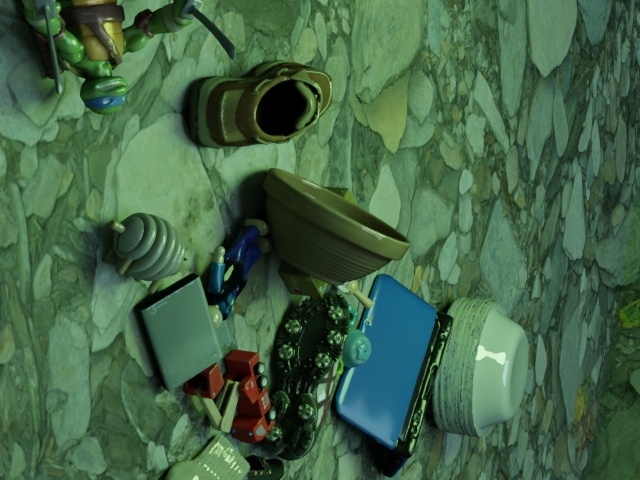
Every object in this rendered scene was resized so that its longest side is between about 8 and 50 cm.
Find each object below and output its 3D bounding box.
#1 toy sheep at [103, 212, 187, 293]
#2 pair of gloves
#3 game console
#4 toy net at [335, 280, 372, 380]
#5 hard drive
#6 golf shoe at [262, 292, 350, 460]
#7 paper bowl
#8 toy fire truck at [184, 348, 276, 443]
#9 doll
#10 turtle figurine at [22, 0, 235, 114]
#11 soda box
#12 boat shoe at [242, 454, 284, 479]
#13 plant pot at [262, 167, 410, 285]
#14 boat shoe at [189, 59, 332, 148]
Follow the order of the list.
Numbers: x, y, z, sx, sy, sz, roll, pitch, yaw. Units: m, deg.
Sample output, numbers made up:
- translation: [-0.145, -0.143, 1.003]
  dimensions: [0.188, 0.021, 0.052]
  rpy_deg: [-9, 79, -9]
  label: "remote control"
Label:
- translation: [-0.218, 0.009, 1.516]
  dimensions: [0.132, 0.091, 0.091]
  rpy_deg: [38, 61, -52]
  label: "toy sheep"
- translation: [-0.116, 0.394, 1.679]
  dimensions: [0.240, 0.042, 0.204]
  rpy_deg: [51, 35, 4]
  label: "pair of gloves"
- translation: [0.122, 0.252, 2.252]
  dimensions: [0.250, 0.173, 0.293]
  rpy_deg: [109, 2, -63]
  label: "game console"
- translation: [0.034, 0.113, 2.055]
  dimensions: [0.122, 0.045, 0.232]
  rpy_deg: [-16, 107, -38]
  label: "toy net"
- translation: [-0.187, 0.122, 1.621]
  dimensions: [0.094, 0.022, 0.135]
  rpy_deg: [-32, 125, -28]
  label: "hard drive"
- translation: [-0.023, 0.213, 1.924]
  dimensions: [0.120, 0.105, 0.272]
  rpy_deg: [62, 45, -70]
  label: "golf shoe"
- translation: [0.336, 0.262, 2.499]
  dimensions: [0.284, 0.148, 0.284]
  rpy_deg: [7, 90, -67]
  label: "paper bowl"
- translation: [-0.128, 0.229, 1.756]
  dimensions: [0.135, 0.047, 0.192]
  rpy_deg: [-48, 136, -48]
  label: "toy fire truck"
- translation: [-0.129, 0.052, 1.724]
  dimensions: [0.129, 0.046, 0.189]
  rpy_deg: [82, 28, -47]
  label: "doll"
- translation: [-0.223, -0.280, 1.299]
  dimensions: [0.275, 0.198, 0.266]
  rpy_deg: [174, -100, -78]
  label: "turtle figurine"
- translation: [0.000, 0.000, 1.947]
  dimensions: [0.181, 0.058, 0.061]
  rpy_deg: [-67, 147, -31]
  label: "soda box"
- translation: [-0.094, 0.346, 1.836]
  dimensions: [0.133, 0.049, 0.042]
  rpy_deg: [-1, 104, -57]
  label: "boat shoe"
- translation: [0.006, -0.006, 1.811]
  dimensions: [0.237, 0.237, 0.109]
  rpy_deg: [14, 105, -62]
  label: "plant pot"
- translation: [-0.057, -0.188, 1.742]
  dimensions: [0.324, 0.120, 0.122]
  rpy_deg: [-28, 119, -57]
  label: "boat shoe"
